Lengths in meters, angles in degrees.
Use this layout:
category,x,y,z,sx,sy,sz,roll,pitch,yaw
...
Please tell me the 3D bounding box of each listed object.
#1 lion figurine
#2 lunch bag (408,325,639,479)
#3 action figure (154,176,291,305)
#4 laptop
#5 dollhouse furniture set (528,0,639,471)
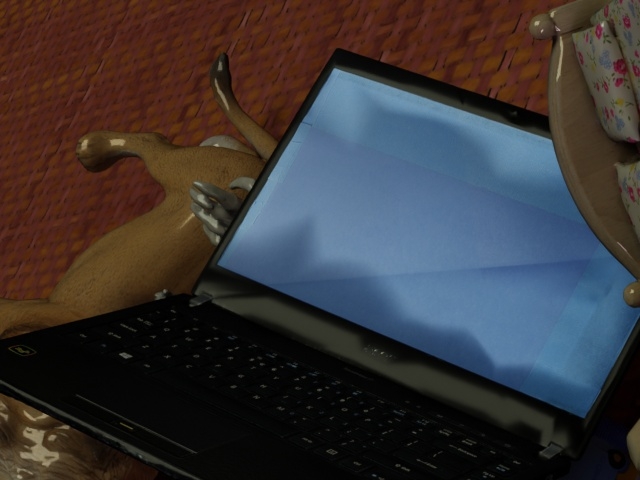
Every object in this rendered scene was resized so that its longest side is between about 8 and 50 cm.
category,x,y,z,sx,sy,sz,roll,pitch,yaw
lion figurine,-0.126,0.029,1.420,0.240,0.142,0.392,18,70,54
lunch bag,0.010,0.182,1.065,0.293,0.138,0.221,-13,49,62
action figure,-0.056,0.048,1.140,0.164,0.141,0.276,-56,10,-6
laptop,0.012,0.015,0.903,0.234,0.264,0.136,21,110,32
dollhouse furniture set,0.119,0.001,0.714,0.174,0.355,0.303,-20,0,-8
